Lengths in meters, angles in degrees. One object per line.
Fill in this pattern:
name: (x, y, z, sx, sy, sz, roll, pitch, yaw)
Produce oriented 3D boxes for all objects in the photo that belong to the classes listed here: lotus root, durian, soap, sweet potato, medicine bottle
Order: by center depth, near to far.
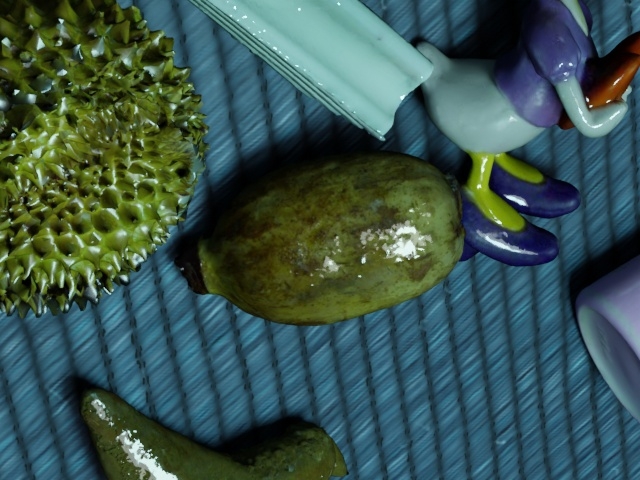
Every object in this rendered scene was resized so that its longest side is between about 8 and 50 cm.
durian: (-0.230, -0.070, 1.397, 0.293, 0.258, 0.258, -42, 127, 11)
soap: (-0.040, -0.200, 1.467, 0.261, 0.150, 0.094, 36, 91, -36)
lotus root: (0.000, 0.000, 1.602, 0.260, 0.128, 0.145, -13, 110, 4)
sweet potato: (-0.100, 0.217, 1.693, 0.310, 0.098, 0.124, 13, 87, -30)
medicine bottle: (0.419, 0.056, 1.823, 0.290, 0.178, 0.178, -30, 126, -11)

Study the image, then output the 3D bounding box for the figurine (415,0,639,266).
figurine: (0.190, -0.175, 1.598, 0.193, 0.154, 0.421, 25, 122, 6)
